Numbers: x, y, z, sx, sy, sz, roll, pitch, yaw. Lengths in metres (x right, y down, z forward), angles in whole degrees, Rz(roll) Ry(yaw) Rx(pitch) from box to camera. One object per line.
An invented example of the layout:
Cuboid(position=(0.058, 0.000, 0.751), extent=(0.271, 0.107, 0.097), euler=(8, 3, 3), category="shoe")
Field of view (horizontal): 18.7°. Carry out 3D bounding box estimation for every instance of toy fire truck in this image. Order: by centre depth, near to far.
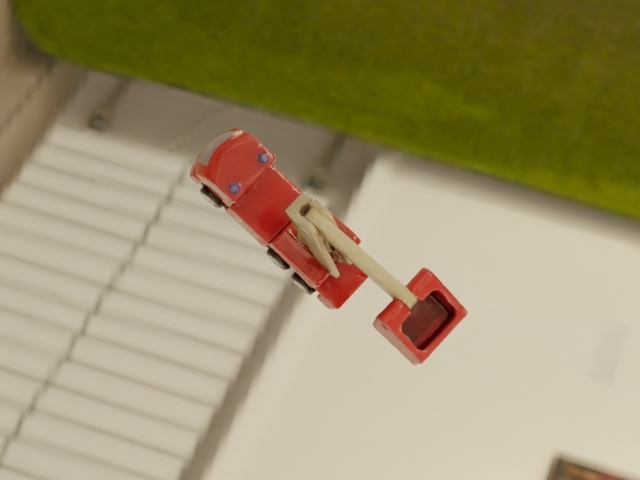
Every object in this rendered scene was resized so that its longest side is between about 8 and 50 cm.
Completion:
Cuboid(position=(0.000, 0.000, 1.273), extent=(0.047, 0.192, 0.135), euler=(-47, -174, -10), category="toy fire truck")
